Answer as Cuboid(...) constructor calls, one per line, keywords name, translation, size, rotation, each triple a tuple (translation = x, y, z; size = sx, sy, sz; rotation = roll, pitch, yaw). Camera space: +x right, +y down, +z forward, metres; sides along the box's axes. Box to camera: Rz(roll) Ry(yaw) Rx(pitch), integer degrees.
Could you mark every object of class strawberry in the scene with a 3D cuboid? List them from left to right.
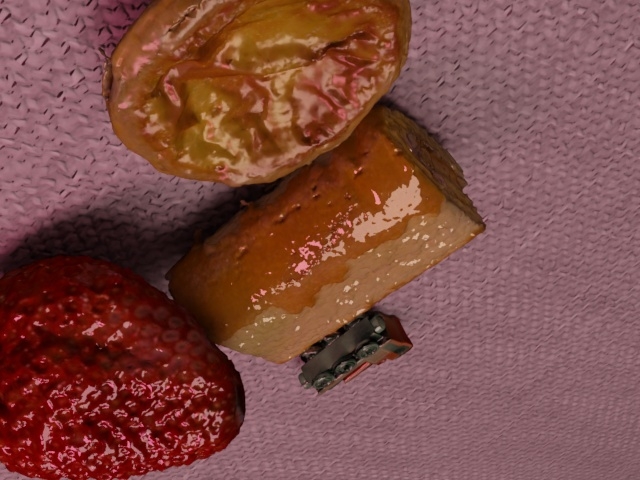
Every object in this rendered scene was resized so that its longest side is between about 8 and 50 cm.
Cuboid(name="strawberry", translation=(-0.261, 0.172, 1.431), size=(0.351, 0.267, 0.312), rotation=(13, 131, 16))

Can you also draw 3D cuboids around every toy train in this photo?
Cuboid(name="toy train", translation=(0.050, 0.185, 1.850), size=(0.176, 0.074, 0.118), rotation=(-40, 145, 20))

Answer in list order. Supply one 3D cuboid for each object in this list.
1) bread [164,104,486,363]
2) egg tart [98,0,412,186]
Cuboid(name="bread", translation=(0.000, 0.000, 1.489), size=(0.375, 0.165, 0.237), rotation=(-37, 141, 22))
Cuboid(name="egg tart", translation=(-0.069, -0.202, 1.207), size=(0.341, 0.132, 0.341), rotation=(-16, 144, -12))
